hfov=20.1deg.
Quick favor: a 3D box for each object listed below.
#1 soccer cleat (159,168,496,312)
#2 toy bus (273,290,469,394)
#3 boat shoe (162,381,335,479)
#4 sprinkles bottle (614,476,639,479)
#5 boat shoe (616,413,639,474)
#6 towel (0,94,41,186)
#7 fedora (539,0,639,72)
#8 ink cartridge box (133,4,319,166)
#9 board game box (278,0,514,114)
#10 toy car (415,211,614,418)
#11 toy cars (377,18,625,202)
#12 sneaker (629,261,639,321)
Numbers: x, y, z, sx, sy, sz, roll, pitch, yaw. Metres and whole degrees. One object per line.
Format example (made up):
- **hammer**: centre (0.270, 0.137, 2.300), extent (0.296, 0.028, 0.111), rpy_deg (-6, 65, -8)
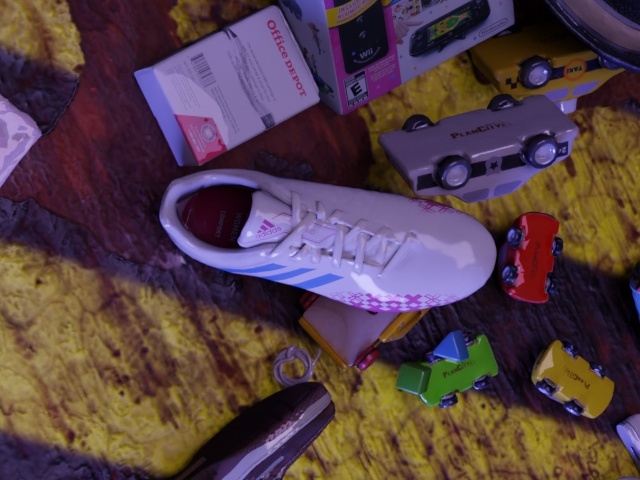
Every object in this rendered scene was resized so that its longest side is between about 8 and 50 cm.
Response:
- **soccer cleat**: centre (0.000, 0.000, 1.732), extent (0.331, 0.143, 0.116), rpy_deg (8, 85, 12)
- **toy bus**: centre (0.063, 0.056, 1.851), extent (0.104, 0.202, 0.191), rpy_deg (-4, 94, -68)
- **boat shoe**: centre (-0.082, 0.247, 1.801), extent (0.257, 0.095, 0.095), rpy_deg (-37, 108, -6)
- **sprinkles bottle**: centre (0.455, 0.390, 2.019), extent (0.355, 0.121, 0.121), rpy_deg (30, 79, -21)
- **boat shoe**: centre (0.371, 0.240, 2.029), extent (0.035, 0.035, 0.100), rpy_deg (-32, 96, -17)
- **towel**: centre (-0.473, -0.086, 1.645), extent (0.332, 0.053, 0.317), rpy_deg (42, 74, -19)
- **fedora**: centre (0.333, -0.343, 1.874), extent (0.334, 0.152, 0.334), rpy_deg (20, 51, -27)
- **ink cartridge box**: centre (-0.092, -0.155, 1.805), extent (0.150, 0.063, 0.109), rpy_deg (-30, 101, -21)
- **board game box**: centre (0.066, -0.303, 1.770), extent (0.224, 0.097, 0.303), rpy_deg (-30, 136, -18)
- **toy car**: centre (0.188, 0.111, 1.937), extent (0.225, 0.053, 0.239), rpy_deg (-24, 99, -21)
- **toy cars**: centre (0.207, -0.132, 1.869), extent (0.394, 0.176, 0.087), rpy_deg (-48, 143, -45)
- **sneaker**: centre (0.465, 0.050, 2.050), extent (0.261, 0.104, 0.125), rpy_deg (-19, 115, -18)
